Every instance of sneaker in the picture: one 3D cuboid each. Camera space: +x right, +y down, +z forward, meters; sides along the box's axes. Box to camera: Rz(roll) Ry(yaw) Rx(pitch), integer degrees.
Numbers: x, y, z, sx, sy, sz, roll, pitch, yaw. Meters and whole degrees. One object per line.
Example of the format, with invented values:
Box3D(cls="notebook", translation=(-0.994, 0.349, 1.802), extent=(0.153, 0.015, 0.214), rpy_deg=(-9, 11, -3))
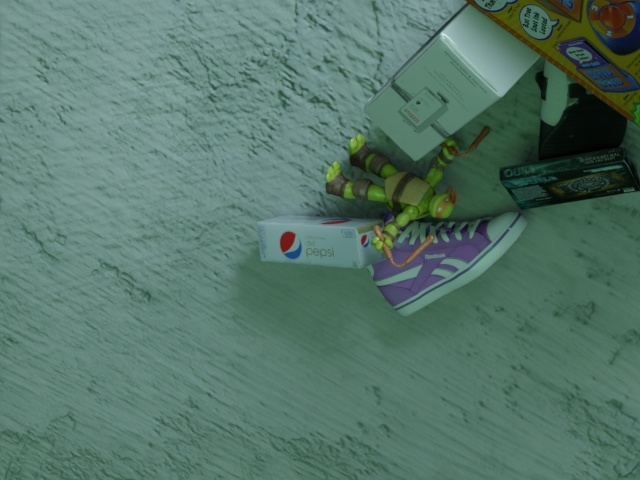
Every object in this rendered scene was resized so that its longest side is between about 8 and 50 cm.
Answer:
Box3D(cls="sneaker", translation=(0.183, -0.001, 1.962), extent=(0.282, 0.102, 0.161), rpy_deg=(-34, 97, 30))
Box3D(cls="sneaker", translation=(0.378, -0.234, 1.780), extent=(0.122, 0.146, 0.330), rpy_deg=(-2, 140, -6))

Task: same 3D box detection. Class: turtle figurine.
Box3D(cls="turtle figurine", translation=(0.132, -0.089, 1.914), extent=(0.217, 0.269, 0.087), rpy_deg=(26, 165, 27))

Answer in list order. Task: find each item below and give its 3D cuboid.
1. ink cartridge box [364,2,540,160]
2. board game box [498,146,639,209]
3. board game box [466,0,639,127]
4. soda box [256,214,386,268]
Box3D(cls="ink cartridge box", translation=(0.206, -0.251, 1.700), extent=(0.117, 0.207, 0.283), rpy_deg=(45, 157, -4))
Box3D(cls="board game box", translation=(0.374, -0.092, 1.841), extent=(0.186, 0.126, 0.026), rpy_deg=(-9, 67, 22))
Box3D(cls="board game box", translation=(0.420, -0.402, 1.439), extent=(0.356, 0.356, 0.356), rpy_deg=(37, 161, 3))
Box3D(cls="soda box", translation=(0.000, 0.000, 1.997), extent=(0.216, 0.074, 0.069), rpy_deg=(4, 105, 40))
